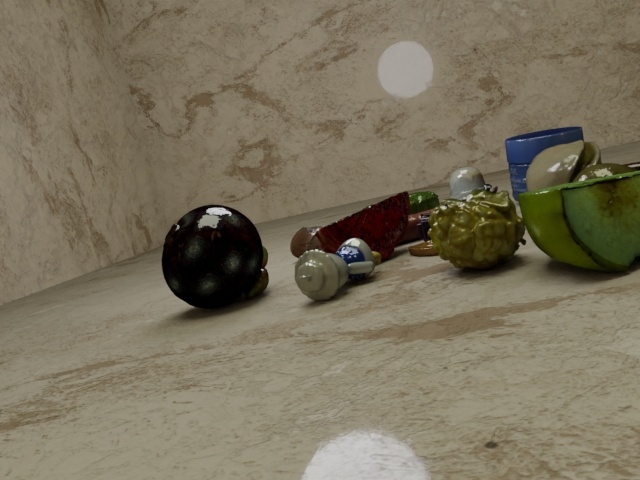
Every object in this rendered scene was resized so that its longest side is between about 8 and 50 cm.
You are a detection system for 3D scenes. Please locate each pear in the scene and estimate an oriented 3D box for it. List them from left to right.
[{"bbox_3d":[0.490,-0.034,1.125,0.293,0.159,0.292,-11,5,1],"label":"pear"}]

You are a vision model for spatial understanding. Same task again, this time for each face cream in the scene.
[{"bbox_3d":[0.760,-0.252,2.038,0.249,0.224,0.249,-11,10,2],"label":"face cream"}]

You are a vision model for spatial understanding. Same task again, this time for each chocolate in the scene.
[{"bbox_3d":[0.608,-0.232,2.490,0.222,0.147,0.221,-10,7,1],"label":"chocolate"}]

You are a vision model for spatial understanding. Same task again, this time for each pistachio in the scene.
[{"bbox_3d":[0.656,-0.162,1.605,0.208,0.226,0.332,30,12,13],"label":"pistachio"}]

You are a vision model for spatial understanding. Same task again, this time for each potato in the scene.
[{"bbox_3d":[0.680,-0.102,1.401,0.194,0.157,0.157,8,-5,-29],"label":"potato"}]

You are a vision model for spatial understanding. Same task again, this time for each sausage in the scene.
[{"bbox_3d":[0.267,-0.038,1.862,0.434,0.087,0.088,-15,7,-8],"label":"sausage"}]

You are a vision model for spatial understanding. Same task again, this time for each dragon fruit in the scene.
[{"bbox_3d":[0.114,-0.002,1.708,0.317,0.151,0.205,-26,0,-31],"label":"dragon fruit"}]

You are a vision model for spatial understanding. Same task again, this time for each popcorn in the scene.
[{"bbox_3d":[0.333,-0.027,1.296,0.189,0.169,0.218,-15,13,-1],"label":"popcorn"}]

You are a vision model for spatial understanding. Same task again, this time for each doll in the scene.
[{"bbox_3d":[0.042,0.064,1.415,0.138,0.119,0.293,10,14,32],"label":"doll"}]

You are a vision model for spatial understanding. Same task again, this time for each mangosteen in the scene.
[{"bbox_3d":[-0.264,0.047,1.564,0.288,0.287,0.288,-13,7,2],"label":"mangosteen"}]

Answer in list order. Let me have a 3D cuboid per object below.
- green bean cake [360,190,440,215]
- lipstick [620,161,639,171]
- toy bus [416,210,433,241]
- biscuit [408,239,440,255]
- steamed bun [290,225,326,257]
[{"bbox_3d":[0.275,-0.085,2.045,0.248,0.124,0.222,-15,7,-10],"label":"green bean cake"},{"bbox_3d":[1.009,-0.227,2.046,0.357,0.057,0.057,-8,9,41],"label":"lipstick"},{"bbox_3d":[0.363,-0.044,1.712,0.178,0.086,0.098,-6,13,42],"label":"toy bus"},{"bbox_3d":[0.333,0.008,1.593,0.221,0.028,0.142,-10,8,27],"label":"biscuit"},{"bbox_3d":[0.000,0.000,1.977,0.175,0.106,0.145,-15,7,-30],"label":"steamed bun"}]
